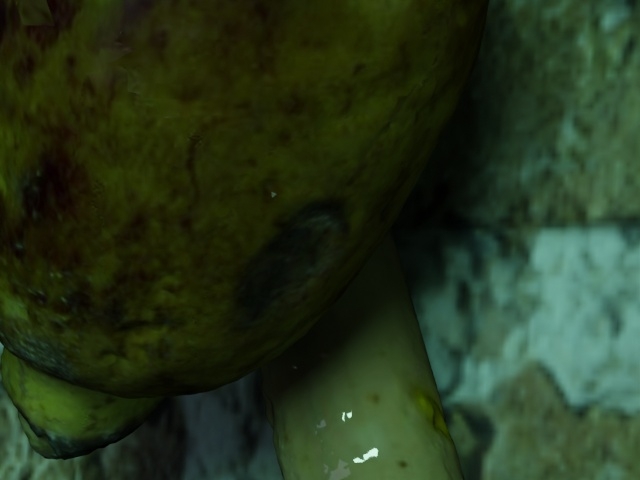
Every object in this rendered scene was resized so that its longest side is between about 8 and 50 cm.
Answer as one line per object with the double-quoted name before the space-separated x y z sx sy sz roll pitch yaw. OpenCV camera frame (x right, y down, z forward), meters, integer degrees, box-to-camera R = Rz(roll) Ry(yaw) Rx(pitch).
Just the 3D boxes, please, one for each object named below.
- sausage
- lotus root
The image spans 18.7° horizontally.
"sausage" -0.001 0.000 0.665 0.066 0.066 0.301 -29 62 36
"lotus root" -0.041 -0.058 0.571 0.169 0.141 0.314 47 124 44
